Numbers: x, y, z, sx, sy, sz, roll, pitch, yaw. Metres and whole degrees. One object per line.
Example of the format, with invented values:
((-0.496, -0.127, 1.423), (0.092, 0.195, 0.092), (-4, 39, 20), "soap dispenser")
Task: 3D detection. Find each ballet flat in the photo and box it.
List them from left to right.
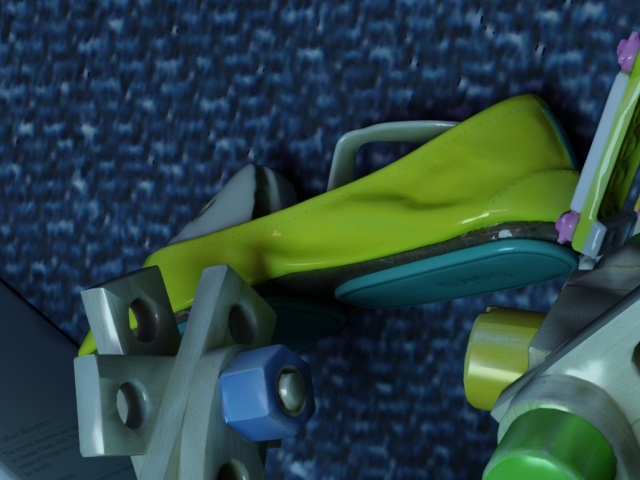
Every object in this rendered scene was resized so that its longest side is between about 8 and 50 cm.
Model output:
((0.000, 0.000, 0.695), (0.231, 0.077, 0.077), (-18, 68, 31), "ballet flat")

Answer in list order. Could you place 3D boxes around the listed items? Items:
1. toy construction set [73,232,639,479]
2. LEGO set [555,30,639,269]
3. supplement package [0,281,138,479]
((0.040, 0.091, 0.536), (0.328, 0.151, 0.215), (-5, 119, 46), "toy construction set")
((0.146, 0.022, 0.576), (0.132, 0.107, 0.287), (3, 100, 32), "LEGO set")
((-0.143, 0.108, 0.778), (0.179, 0.105, 0.105), (38, 117, 21), "supplement package")
